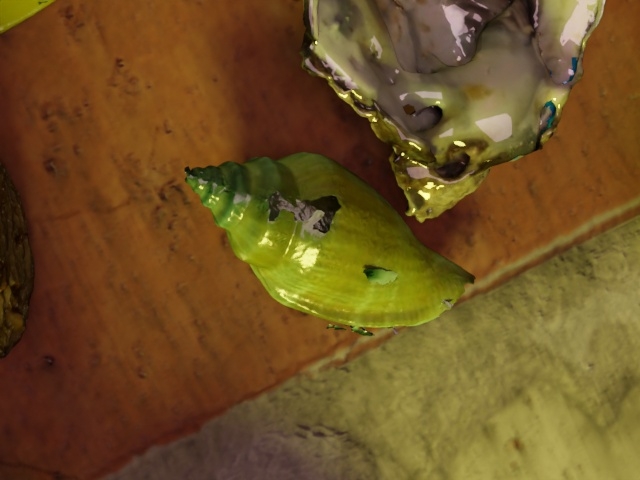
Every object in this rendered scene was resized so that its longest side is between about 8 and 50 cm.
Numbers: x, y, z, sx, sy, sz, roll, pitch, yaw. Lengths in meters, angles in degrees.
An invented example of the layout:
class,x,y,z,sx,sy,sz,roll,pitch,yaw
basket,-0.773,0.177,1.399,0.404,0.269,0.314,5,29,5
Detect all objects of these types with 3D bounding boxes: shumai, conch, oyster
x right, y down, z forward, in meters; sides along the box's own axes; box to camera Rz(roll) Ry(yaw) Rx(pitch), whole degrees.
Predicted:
class,x,y,z,sx,sy,sz,roll,pitch,yaw
shumai,-0.218,0.008,0.630,0.105,0.123,0.139,-31,113,5
conch,0.000,0.000,0.690,0.201,0.079,0.095,40,106,-19
oyster,0.085,-0.151,0.683,0.223,0.083,0.214,-40,103,-10

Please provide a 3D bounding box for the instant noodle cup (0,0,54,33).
class,x,y,z,sx,sy,sz,roll,pitch,yaw
instant noodle cup,-0.237,-0.249,0.517,0.325,0.325,0.254,-34,90,-5
